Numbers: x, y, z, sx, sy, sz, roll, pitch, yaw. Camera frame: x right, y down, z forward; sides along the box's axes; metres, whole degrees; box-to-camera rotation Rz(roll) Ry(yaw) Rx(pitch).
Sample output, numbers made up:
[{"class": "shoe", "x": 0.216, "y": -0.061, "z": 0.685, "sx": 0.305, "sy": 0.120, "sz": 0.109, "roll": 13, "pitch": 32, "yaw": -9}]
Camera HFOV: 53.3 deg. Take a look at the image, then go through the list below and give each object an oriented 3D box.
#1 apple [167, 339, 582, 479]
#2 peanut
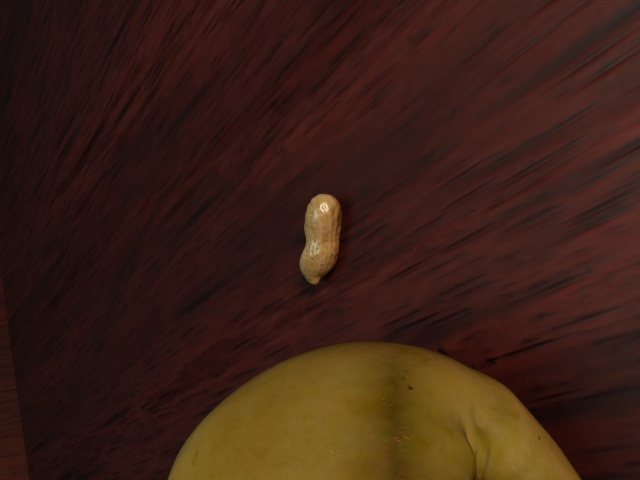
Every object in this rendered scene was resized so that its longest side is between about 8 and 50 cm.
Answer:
[{"class": "apple", "x": 0.027, "y": 0.189, "z": 0.372, "sx": 0.262, "sy": 0.262, "sz": 0.263, "roll": 4, "pitch": 96, "yaw": 51}, {"class": "peanut", "x": 0.000, "y": 0.000, "z": 0.559, "sx": 0.037, "sy": 0.037, "sz": 0.083, "roll": 29, "pitch": 112, "yaw": 47}]
